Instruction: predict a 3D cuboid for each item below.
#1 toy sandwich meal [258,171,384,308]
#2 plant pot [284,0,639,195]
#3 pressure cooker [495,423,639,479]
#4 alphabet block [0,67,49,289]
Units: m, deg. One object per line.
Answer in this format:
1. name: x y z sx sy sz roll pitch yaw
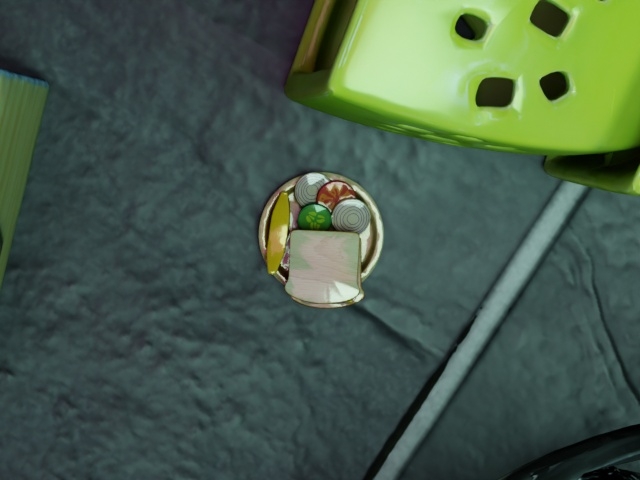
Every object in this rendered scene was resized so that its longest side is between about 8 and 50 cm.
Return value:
1. toy sandwich meal: 0.000 0.000 1.002 0.085 0.029 0.086 0 93 0
2. plant pot: 0.120 -0.147 0.902 0.207 0.228 0.227 21 93 -7
3. pressure cooker: 0.201 0.301 0.856 0.375 0.370 0.421 -5 93 30
4. alphabet block: -0.275 -0.021 0.919 0.192 0.193 0.197 15 93 0
